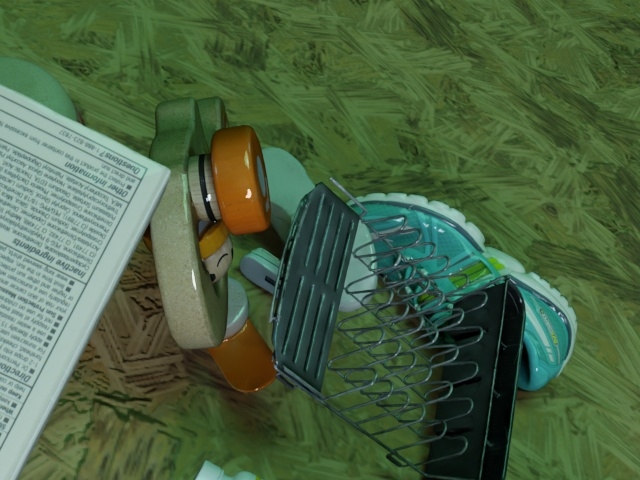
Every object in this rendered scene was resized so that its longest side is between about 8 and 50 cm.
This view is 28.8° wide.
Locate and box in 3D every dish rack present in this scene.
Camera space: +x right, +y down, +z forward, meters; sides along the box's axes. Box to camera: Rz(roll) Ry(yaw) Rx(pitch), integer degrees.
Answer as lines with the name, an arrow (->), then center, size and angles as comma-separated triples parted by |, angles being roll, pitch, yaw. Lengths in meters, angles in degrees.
dish rack -> 0.068, 0.078, 1.067 | 0.271, 0.074, 0.208 | 40, 48, -36

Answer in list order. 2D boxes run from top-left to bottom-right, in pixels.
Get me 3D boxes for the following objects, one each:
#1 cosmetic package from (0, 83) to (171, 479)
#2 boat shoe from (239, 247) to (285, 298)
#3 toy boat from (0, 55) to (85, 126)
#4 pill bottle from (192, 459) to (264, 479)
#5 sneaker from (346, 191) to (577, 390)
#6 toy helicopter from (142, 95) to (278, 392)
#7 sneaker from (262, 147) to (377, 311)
cosmetic package -> -0.231, 0.061, 0.813 | 0.153, 0.129, 0.296 | 28, 74, -5
boat shoe -> -0.029, 0.041, 1.185 | 0.100, 0.035, 0.035 | 33, 39, 13
toy boat -> -0.294, -0.047, 1.013 | 0.231, 0.151, 0.151 | -14, 41, 10
pill bottle -> -0.049, 0.215, 0.944 | 0.116, 0.065, 0.065 | 30, 37, -1
sneaker -> 0.130, 0.047, 1.240 | 0.275, 0.107, 0.110 | 32, 49, 3
toy helicopter -> -0.099, -0.022, 1.095 | 0.140, 0.235, 0.355 | -10, 26, 5
sneaker -> 0.000, 0.000, 1.203 | 0.080, 0.094, 0.212 | -31, 51, -4
